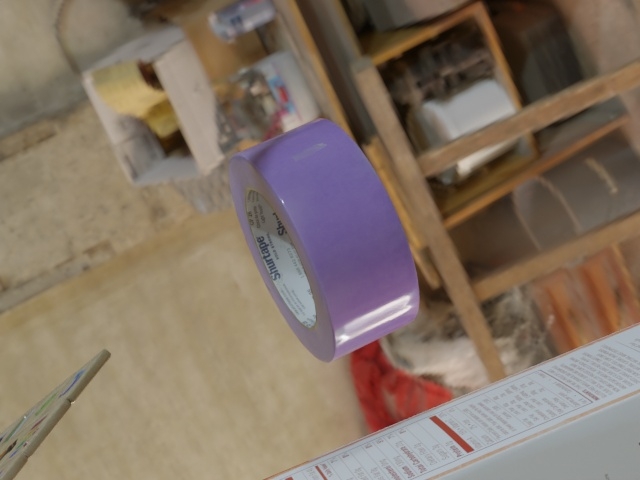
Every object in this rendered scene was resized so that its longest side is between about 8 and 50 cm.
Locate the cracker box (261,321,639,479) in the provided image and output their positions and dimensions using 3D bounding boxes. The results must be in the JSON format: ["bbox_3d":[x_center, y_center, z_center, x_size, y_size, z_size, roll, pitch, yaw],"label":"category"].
[{"bbox_3d":[0.101,0.131,0.454,0.067,0.232,0.155,-146,36,-75],"label":"cracker box"}]

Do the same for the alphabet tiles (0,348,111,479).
[{"bbox_3d":[-0.221,0.174,0.649,0.009,0.237,0.198,43,137,-10],"label":"alphabet tiles"}]

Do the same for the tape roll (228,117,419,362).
[{"bbox_3d":[0.000,0.000,0.977,0.189,0.080,0.189,56,161,30],"label":"tape roll"}]
